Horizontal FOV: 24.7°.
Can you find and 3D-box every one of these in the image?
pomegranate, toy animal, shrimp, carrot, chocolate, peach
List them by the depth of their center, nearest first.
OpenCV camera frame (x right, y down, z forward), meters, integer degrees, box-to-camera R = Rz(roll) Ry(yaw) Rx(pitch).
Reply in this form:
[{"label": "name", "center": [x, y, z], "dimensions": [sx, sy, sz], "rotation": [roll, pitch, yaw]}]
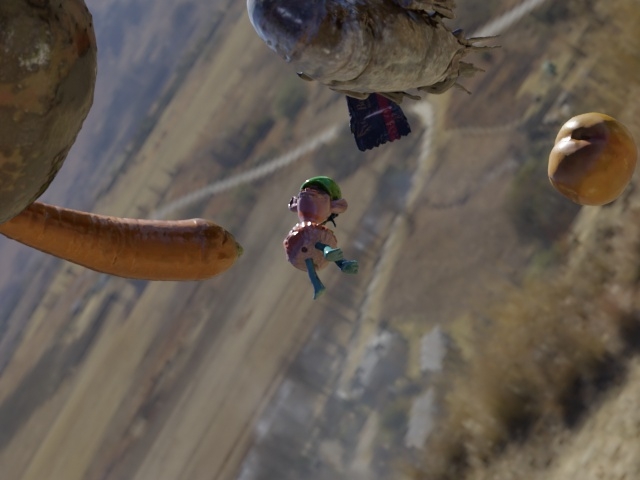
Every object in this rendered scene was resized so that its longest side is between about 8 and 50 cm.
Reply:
[{"label": "pomegranate", "center": [-0.285, -0.110, 1.028], "dimensions": [0.285, 0.285, 0.341], "rotation": [-56, 32, 10]}, {"label": "carrot", "center": [-0.192, 0.000, 1.290], "dimensions": [0.066, 0.271, 0.062], "rotation": [3, 86, 63]}, {"label": "shrimp", "center": [0.058, -0.183, 1.336], "dimensions": [0.145, 0.343, 0.117], "rotation": [24, 103, 36]}, {"label": "toy animal", "center": [0.000, 0.000, 1.982], "dimensions": [0.100, 0.103, 0.208], "rotation": [-15, 32, 0]}, {"label": "chocolate", "center": [0.069, -0.213, 2.068], "dimensions": [0.086, 0.028, 0.183], "rotation": [-21, 63, 9]}, {"label": "peach", "center": [0.401, -0.122, 2.149], "dimensions": [0.138, 0.138, 0.138], "rotation": [-54, 12, 17]}]
